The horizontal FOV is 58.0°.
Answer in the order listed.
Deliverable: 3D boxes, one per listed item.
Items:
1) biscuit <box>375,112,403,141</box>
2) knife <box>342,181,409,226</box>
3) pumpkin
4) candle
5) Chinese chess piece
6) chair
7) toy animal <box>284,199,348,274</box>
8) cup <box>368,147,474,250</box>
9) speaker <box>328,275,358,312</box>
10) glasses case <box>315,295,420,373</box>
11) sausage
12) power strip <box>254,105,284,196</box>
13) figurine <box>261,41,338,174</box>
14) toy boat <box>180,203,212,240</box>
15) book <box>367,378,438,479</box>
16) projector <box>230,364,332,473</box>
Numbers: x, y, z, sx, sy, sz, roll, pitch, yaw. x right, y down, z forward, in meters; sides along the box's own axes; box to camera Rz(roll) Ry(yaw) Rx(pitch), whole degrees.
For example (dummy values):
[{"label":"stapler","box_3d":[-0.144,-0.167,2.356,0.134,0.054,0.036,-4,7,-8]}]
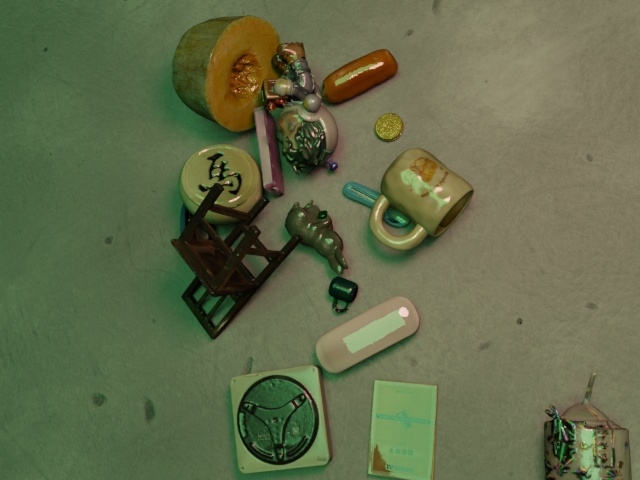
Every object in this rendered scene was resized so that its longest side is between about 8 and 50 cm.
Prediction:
[{"label":"biscuit","box_3d":[0.200,-0.330,1.685,0.084,0.023,0.084,-4,76,16]},{"label":"knife","box_3d":[0.158,-0.106,1.642,0.222,0.031,0.064,31,86,21]},{"label":"pumpkin","box_3d":[-0.282,-0.514,1.729,0.199,0.332,0.332,28,87,31]},{"label":"candle","box_3d":[0.598,0.466,1.296,0.187,0.187,0.330,0,76,17]},{"label":"Chinese chess piece","box_3d":[-0.294,-0.168,1.715,0.250,0.101,0.250,2,65,-3]},{"label":"chair","box_3d":[-0.286,0.075,1.575,0.203,0.240,0.416,47,107,20]},{"label":"toy animal","box_3d":[0.002,-0.006,1.639,0.236,0.108,0.138,50,124,7]},{"label":"cup","box_3d":[0.255,-0.101,1.552,0.202,0.173,0.255,42,111,19]},{"label":"speaker","box_3d":[0.061,0.151,1.606,0.075,0.060,0.094,20,119,20]},{"label":"glasses case","box_3d":[0.125,0.253,1.545,0.297,0.075,0.113,-29,72,9]},{"label":"sausage","box_3d":[0.112,-0.489,1.715,0.238,0.098,0.098,-25,72,9]},{"label":"power strip","box_3d":[-0.153,-0.266,1.730,0.037,0.109,0.279,-12,75,12]},{"label":"figurine","box_3d":[-0.063,-0.376,1.670,0.186,0.261,0.382,-15,82,-11]},{"label":"toy boat","box_3d":[-0.384,-0.039,1.765,0.097,0.100,0.223,-31,59,46]},{"label":"book","box_3d":[0.213,0.489,1.495,0.170,0.018,0.241,1,78,17]},{"label":"projector","box_3d":[-0.110,0.481,1.561,0.257,0.079,0.259,-12,76,13]}]
